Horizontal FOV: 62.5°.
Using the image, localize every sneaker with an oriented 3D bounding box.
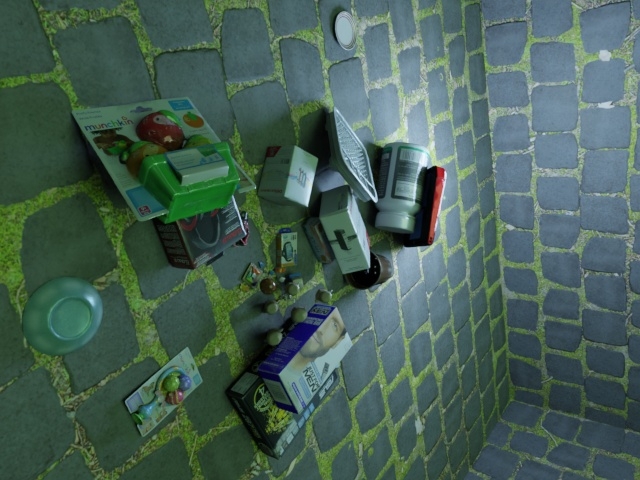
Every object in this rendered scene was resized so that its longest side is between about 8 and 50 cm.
[{"bbox_3d":[-0.242,-0.036,1.674,0.047,0.057,0.119,16,81,-49],"label":"sneaker"}]

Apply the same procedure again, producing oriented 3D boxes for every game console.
[{"bbox_3d":[0.447,-0.140,2.333,0.386,0.060,0.341,157,-54,-84],"label":"game console"}]

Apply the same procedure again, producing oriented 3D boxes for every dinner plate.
[{"bbox_3d":[0.095,-0.804,2.029,0.141,0.017,0.141,-10,103,-51],"label":"dinner plate"}]

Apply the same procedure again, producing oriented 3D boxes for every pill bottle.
[{"bbox_3d":[0.342,-0.222,2.258,0.204,0.204,0.360,16,82,-51],"label":"pill bottle"}]

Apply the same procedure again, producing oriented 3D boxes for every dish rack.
[{"bbox_3d":[0.103,-0.310,1.964,0.285,0.073,0.332,44,30,-42],"label":"dish rack"}]

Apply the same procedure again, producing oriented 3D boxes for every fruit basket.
[{"bbox_3d":[-0.373,-0.226,1.296,0.327,0.165,0.352,-21,72,-40],"label":"fruit basket"}]

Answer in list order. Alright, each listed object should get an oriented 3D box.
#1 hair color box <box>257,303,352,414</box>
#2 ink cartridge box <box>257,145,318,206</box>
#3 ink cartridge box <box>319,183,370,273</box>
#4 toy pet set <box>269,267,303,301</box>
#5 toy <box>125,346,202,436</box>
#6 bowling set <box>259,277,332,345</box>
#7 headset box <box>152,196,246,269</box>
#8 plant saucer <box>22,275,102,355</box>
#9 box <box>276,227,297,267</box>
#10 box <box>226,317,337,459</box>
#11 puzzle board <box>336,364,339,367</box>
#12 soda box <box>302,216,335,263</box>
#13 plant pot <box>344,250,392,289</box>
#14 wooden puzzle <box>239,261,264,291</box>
[{"bbox_3d":[-0.043,0.392,1.789,0.339,0.110,0.185,-46,125,-40],"label":"hair color box"},{"bbox_3d":[-0.109,-0.211,1.761,0.127,0.128,0.176,22,78,-50],"label":"ink cartridge box"},{"bbox_3d":[0.095,-0.044,1.985,0.197,0.114,0.272,-83,155,-55],"label":"ink cartridge box"},{"bbox_3d":[-0.121,0.146,1.864,0.114,0.065,0.122,-13,104,-14],"label":"toy pet set"},{"bbox_3d":[-0.427,0.433,1.504,0.237,0.056,0.136,-39,124,-42],"label":"toy"},{"bbox_3d":[-0.116,0.197,1.783,0.287,0.154,0.199,-36,92,-7],"label":"bowling set"},{"bbox_3d":[-0.349,-0.070,1.495,0.218,0.110,0.293,-38,122,-43],"label":"headset box"},{"bbox_3d":[-0.606,0.184,1.267,0.195,0.038,0.194,-10,103,-50],"label":"plant saucer"},{"bbox_3d":[-0.118,0.024,1.859,0.081,0.028,0.136,-8,102,-50],"label":"box"},{"bbox_3d":[-0.120,0.506,1.860,0.395,0.097,0.318,-46,128,-38],"label":"box"},{"bbox_3d":[0.039,0.472,2.122,0.128,0.011,0.096,4,91,-52],"label":"puzzle board"},{"bbox_3d":[0.000,0.000,1.973,0.058,0.063,0.183,-50,131,-36],"label":"soda box"},{"bbox_3d":[0.206,0.120,2.180,0.165,0.167,0.166,7,89,-60],"label":"plant pot"},{"bbox_3d":[-0.224,0.119,1.751,0.078,0.014,0.116,41,63,-46],"label":"wooden puzzle"}]
